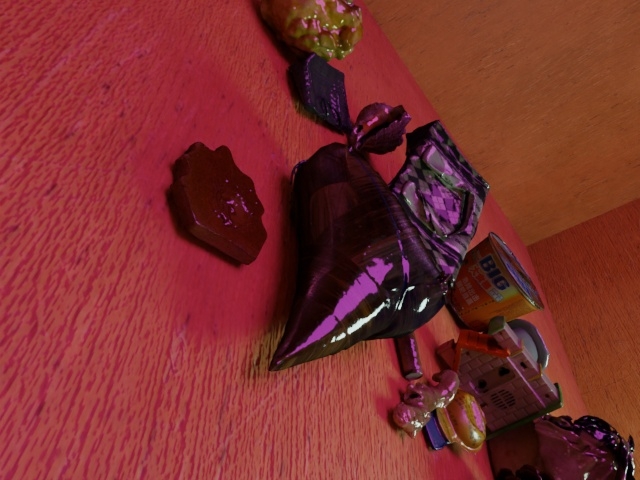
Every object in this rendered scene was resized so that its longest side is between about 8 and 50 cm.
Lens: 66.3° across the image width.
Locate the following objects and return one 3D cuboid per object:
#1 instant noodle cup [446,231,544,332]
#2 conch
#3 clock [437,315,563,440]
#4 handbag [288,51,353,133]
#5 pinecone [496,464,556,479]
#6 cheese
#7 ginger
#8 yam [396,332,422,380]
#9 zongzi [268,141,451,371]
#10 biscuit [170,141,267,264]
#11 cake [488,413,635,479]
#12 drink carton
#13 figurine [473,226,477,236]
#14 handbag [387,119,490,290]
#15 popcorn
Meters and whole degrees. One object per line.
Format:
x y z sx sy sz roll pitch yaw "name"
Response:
0.529 0.146 1.549 0.296 0.214 0.296 41 27 -26 "instant noodle cup"
0.173 -0.333 1.473 0.163 0.178 0.245 50 46 -4 "conch"
0.438 0.337 1.243 0.255 0.220 0.106 54 25 2 "clock"
0.010 -0.393 1.338 0.270 0.089 0.175 5 69 -61 "handbag"
0.422 0.577 1.008 0.208 0.208 0.207 42 33 -35 "pinecone"
0.301 0.404 1.097 0.250 0.064 0.156 9 54 -47 "cheese"
0.222 0.326 1.027 0.288 0.075 0.089 -15 67 -55 "ginger"
0.187 0.186 1.123 0.046 0.046 0.263 33 39 -44 "yam"
0.000 0.000 0.840 0.432 0.208 0.403 -6 65 -49 "zongzi"
-0.158 -0.071 0.774 0.182 0.034 0.215 36 34 -42 "biscuit"
0.640 0.573 1.250 0.332 0.321 0.332 39 35 -35 "cake"
0.579 0.343 1.525 0.190 0.191 0.185 13 56 -49 "drink carton"
0.427 -0.062 1.661 0.265 0.197 0.175 4 103 -65 "figurine"
0.296 -0.109 1.346 0.316 0.180 0.416 49 50 -23 "handbag"
-0.022 -0.616 1.338 0.287 0.215 0.251 28 40 -24 "popcorn"
